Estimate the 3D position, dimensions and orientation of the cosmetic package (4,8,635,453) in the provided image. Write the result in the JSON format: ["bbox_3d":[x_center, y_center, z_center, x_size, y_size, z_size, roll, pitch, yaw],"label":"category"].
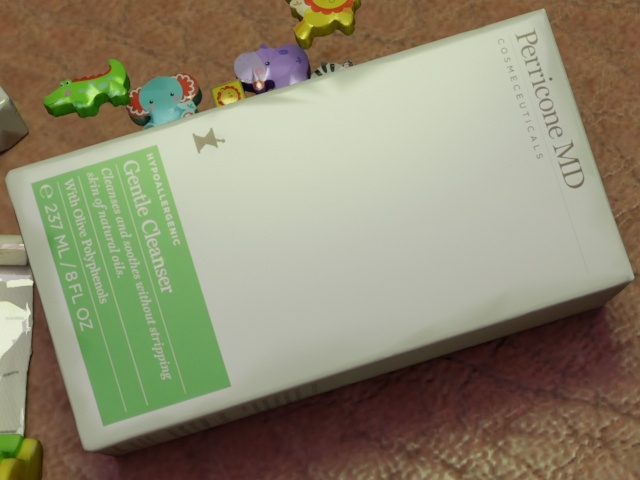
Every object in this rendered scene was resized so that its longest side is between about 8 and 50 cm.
[{"bbox_3d":[0.000,0.000,1.321,0.366,0.155,0.197,-19,83,-1],"label":"cosmetic package"}]

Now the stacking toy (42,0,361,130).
[{"bbox_3d":[-0.072,-0.105,1.373,0.221,0.167,0.052,-18,69,-2],"label":"stacking toy"}]

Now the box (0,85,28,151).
[{"bbox_3d":[-0.336,-0.187,1.479,0.063,0.067,0.324,-36,70,-10],"label":"box"}]

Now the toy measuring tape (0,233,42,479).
[{"bbox_3d":[-0.227,0.136,1.324,0.121,0.121,0.330,-1,69,4],"label":"toy measuring tape"}]
